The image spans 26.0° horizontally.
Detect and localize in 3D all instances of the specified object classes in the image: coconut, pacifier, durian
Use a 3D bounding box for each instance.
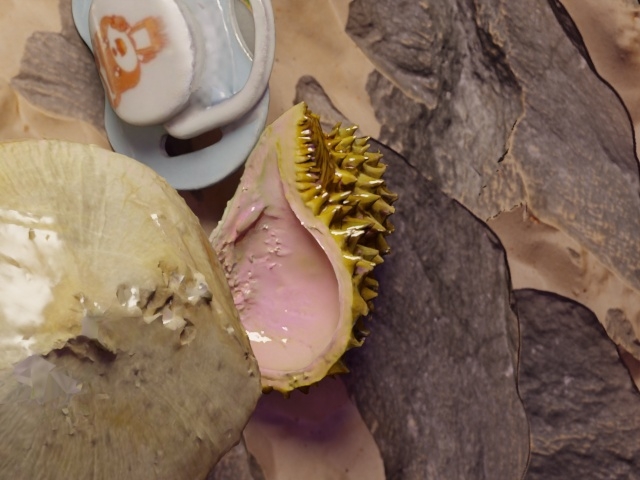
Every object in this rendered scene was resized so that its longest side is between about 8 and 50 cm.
[{"bbox_3d":[-0.242,0.099,1.173,0.405,0.404,0.404,2,84,-23],"label":"coconut"},{"bbox_3d":[-0.117,-0.194,1.376,0.207,0.227,0.279,-19,94,-63],"label":"pacifier"},{"bbox_3d":[0.002,0.009,1.386,0.196,0.185,0.305,-14,122,-62],"label":"durian"}]
